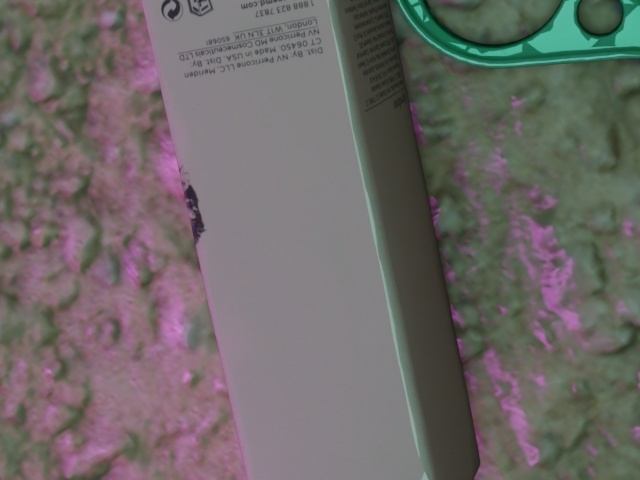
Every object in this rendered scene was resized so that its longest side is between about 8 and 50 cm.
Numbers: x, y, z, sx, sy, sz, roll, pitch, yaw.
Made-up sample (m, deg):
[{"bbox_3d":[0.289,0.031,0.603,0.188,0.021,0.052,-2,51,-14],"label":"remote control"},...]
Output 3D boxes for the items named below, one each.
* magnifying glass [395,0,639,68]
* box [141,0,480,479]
[{"bbox_3d":[0.143,-0.106,0.931,0.231,0.026,0.092,22,103,3],"label":"magnifying glass"},{"bbox_3d":[0.000,0.000,0.925,0.094,0.113,0.275,-9,98,17],"label":"box"}]
